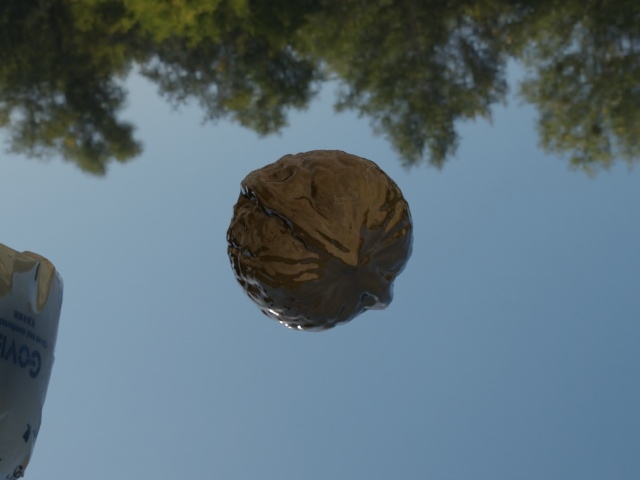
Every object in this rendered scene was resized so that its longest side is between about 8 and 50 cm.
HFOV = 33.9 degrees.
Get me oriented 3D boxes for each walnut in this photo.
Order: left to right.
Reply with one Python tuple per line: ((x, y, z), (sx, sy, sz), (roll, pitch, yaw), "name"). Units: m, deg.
((0.000, 0.000, 1.088), (0.213, 0.213, 0.213), (-11, -164, 3), "walnut")

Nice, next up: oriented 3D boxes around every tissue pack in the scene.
((-0.550, 0.160, 1.613), (0.195, 0.390, 0.375), (-3, 161, 20), "tissue pack")
